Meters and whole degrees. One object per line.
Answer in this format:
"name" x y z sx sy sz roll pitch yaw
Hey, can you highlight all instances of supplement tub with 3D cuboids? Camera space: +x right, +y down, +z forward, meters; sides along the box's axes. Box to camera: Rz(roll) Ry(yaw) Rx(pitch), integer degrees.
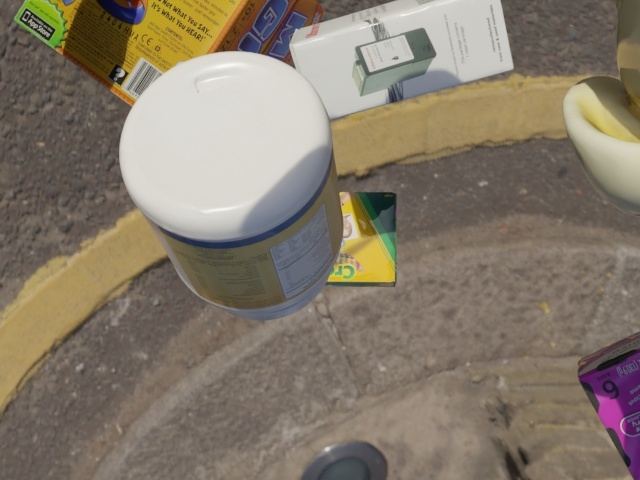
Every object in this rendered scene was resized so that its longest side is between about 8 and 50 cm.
"supplement tub" -0.057 -0.030 0.604 0.144 0.144 0.200 -22 155 -6

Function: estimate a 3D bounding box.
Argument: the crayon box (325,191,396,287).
"crayon box" 0.000 0.000 1.452 0.278 0.081 0.165 0 80 4

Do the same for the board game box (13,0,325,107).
"board game box" -0.264 -0.428 1.508 0.356 0.356 0.356 36 98 10

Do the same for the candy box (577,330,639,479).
"candy box" 0.360 0.186 0.715 0.159 0.071 0.233 -31 86 19

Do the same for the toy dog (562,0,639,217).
"toy dog" 0.269 -0.089 0.368 0.284 0.395 0.408 -14 87 0

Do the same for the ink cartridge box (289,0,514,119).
"ink cartridge box" 0.112 -0.282 1.163 0.289 0.211 0.122 -14 110 8
